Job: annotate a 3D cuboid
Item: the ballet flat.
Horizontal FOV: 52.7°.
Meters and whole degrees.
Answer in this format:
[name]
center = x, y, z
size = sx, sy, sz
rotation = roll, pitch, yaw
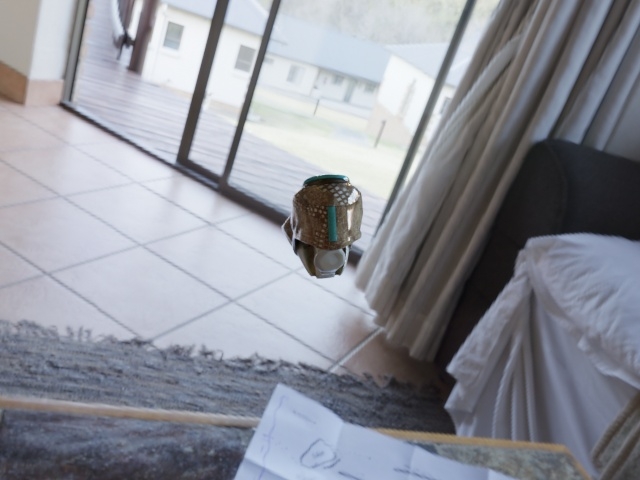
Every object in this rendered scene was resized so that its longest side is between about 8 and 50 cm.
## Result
[ballet flat]
center = 0.000, 0.000, 0.583
size = 0.073, 0.067, 0.206
rotation = -4, -11, 0
